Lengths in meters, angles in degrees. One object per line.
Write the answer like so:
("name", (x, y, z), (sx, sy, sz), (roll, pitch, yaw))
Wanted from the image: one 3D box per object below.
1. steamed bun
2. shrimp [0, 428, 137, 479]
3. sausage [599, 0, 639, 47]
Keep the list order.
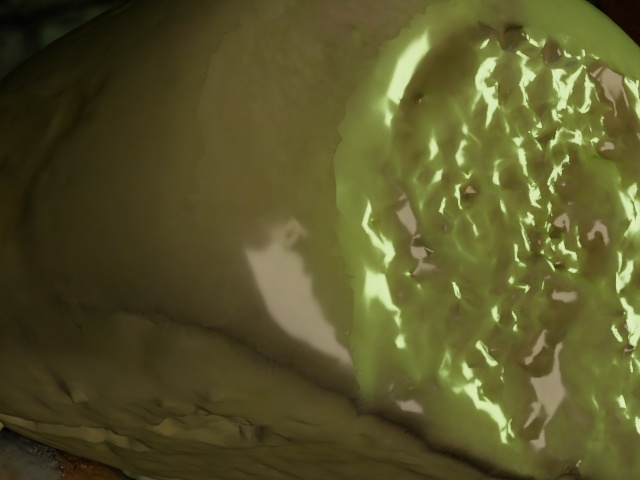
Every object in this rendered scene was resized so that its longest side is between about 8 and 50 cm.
("steamed bun", (0.000, 0.000, 0.447), (0.273, 0.232, 0.166), (23, 69, -33))
("shrimp", (-0.156, 0.156, 0.487), (0.287, 0.068, 0.185), (-23, 122, -24))
("sausage", (0.204, -0.036, 0.632), (0.102, 0.102, 0.330), (-35, 122, -17))
